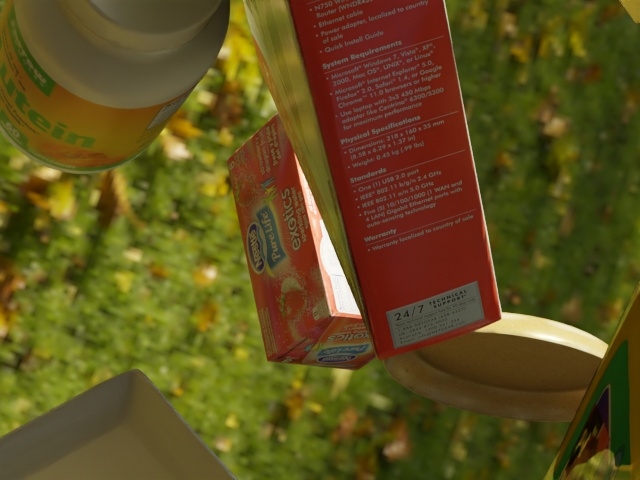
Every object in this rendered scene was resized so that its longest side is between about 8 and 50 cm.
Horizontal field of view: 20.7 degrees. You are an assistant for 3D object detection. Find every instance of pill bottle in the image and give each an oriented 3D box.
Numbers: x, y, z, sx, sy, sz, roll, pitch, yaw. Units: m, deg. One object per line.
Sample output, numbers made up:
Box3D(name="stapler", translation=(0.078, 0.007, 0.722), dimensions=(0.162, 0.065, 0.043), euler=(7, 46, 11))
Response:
Box3D(name="pill bottle", translation=(-0.137, -0.139, 1.136), dimensions=(0.136, 0.136, 0.245), euler=(-62, -171, -21))

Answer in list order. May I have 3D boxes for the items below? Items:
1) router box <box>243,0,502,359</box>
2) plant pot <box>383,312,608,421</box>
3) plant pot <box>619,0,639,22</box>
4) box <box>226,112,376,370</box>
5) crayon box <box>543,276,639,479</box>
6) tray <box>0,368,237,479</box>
Box3D(name="router box", translation=(0.004, -0.149, 1.069), dimensions=(0.335, 0.082, 0.301), euler=(-111, -175, -52))
Box3D(name="plant pot", translation=(0.176, 0.114, 1.612), dimensions=(0.236, 0.236, 0.032), euler=(57, 40, -61))
Box3D(name="plant pot", translation=(0.308, -0.252, 1.594), dimensions=(0.095, 0.134, 0.134), euler=(-34, 160, 12))
Box3D(name="box", translation=(0.000, 0.000, 1.903), dimensions=(0.128, 0.122, 0.257), euler=(9, 57, -38))
Box3D(name="crayon box", translation=(0.104, 0.209, 0.639), dimensions=(0.313, 0.106, 0.363), euler=(-62, 174, -71))
Box3D(name="tray", translation=(-0.195, 0.187, 1.091), dimensions=(0.270, 0.145, 0.030), euler=(-28, 132, -20))
